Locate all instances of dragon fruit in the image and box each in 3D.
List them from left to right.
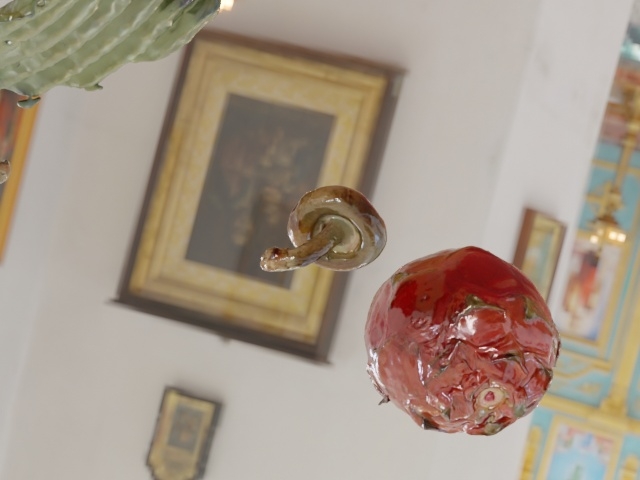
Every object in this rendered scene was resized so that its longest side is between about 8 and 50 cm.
[{"bbox_3d":[0.166,0.120,1.588,0.241,0.241,0.252,15,-151,15],"label":"dragon fruit"}]

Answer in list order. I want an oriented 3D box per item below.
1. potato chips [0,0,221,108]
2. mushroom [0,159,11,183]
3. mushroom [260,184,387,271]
[{"bbox_3d":[-0.324,-0.244,1.537,0.389,0.097,0.373,-17,174,14],"label":"potato chips"},{"bbox_3d":[-0.343,-0.143,1.231,0.097,0.213,0.088,-7,-146,0],"label":"mushroom"},{"bbox_3d":[-0.004,-0.008,1.263,0.129,0.088,0.073,-14,-132,-25],"label":"mushroom"}]
